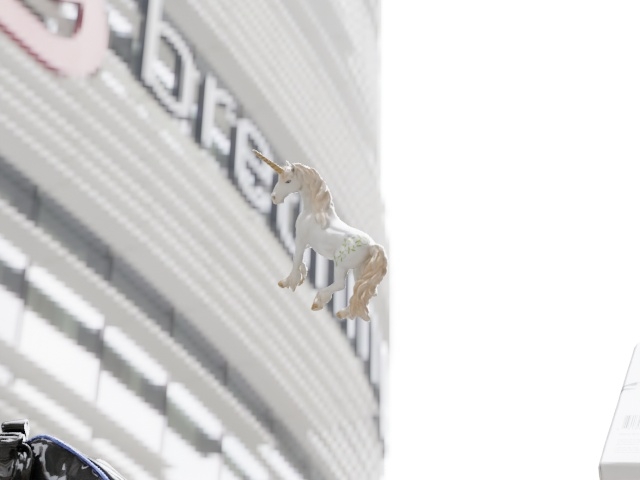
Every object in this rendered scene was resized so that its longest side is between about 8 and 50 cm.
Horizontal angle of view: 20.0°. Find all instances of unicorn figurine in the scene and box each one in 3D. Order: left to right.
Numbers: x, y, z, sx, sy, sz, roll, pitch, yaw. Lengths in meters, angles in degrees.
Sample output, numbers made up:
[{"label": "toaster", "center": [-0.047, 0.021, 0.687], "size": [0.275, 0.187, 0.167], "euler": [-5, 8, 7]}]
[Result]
[{"label": "unicorn figurine", "center": [0.000, 0.000, 1.635], "size": [0.162, 0.060, 0.111], "euler": [27, -73, 22]}]

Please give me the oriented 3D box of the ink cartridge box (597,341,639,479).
[{"label": "ink cartridge box", "center": [0.385, 0.201, 1.821], "size": [0.172, 0.237, 0.100], "euler": [0, -63, 20]}]

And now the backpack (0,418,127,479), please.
[{"label": "backpack", "center": [-0.223, 0.339, 1.599], "size": [0.276, 0.263, 0.213], "euler": [33, -10, 34]}]
